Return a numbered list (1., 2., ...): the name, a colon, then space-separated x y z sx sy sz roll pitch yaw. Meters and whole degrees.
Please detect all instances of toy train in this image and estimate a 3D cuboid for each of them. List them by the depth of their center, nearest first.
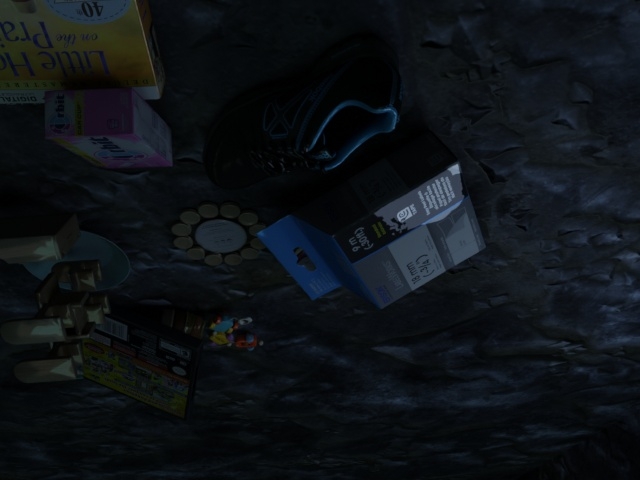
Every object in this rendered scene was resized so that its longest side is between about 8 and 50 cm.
1. toy train: -0.202 0.207 1.244 0.125 0.046 0.166 -4 144 -4

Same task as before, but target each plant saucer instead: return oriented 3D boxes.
1. plant saucer: -0.461 0.028 1.001 0.195 0.037 0.195 -3 141 -3

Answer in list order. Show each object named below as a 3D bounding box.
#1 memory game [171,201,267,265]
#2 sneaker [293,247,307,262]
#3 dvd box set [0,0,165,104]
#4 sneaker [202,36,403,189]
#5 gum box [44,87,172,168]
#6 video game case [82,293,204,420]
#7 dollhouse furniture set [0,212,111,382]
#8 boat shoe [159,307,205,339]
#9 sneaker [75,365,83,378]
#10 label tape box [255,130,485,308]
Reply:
1. memory game: -0.191 -0.010 1.005 0.186 0.012 0.186 -3 141 -2
2. sneaker: 0.000 0.000 0.993 0.084 0.069 0.185 26 132 -26
3. dvd box set: -0.361 -0.335 0.553 0.308 0.062 0.420 -2 140 -4
4. sneaker: -0.040 -0.153 0.749 0.341 0.139 0.125 -28 138 27
5. gum box: -0.280 -0.147 0.727 0.107 0.062 0.188 -3 175 -1
6. video game case: -0.403 0.266 1.173 0.275 0.035 0.248 21 124 6
7. dollhouse furniture set: -0.483 0.087 0.886 0.161 0.212 0.242 -4 114 -4
8. boat shoe: -0.344 0.278 1.259 0.105 0.110 0.307 10 138 -16
9. sneaker: -0.597 0.325 1.340 0.167 0.064 0.076 8 155 -11
10. label tape box: 0.097 0.002 0.911 0.334 0.105 0.240 -31 136 4
